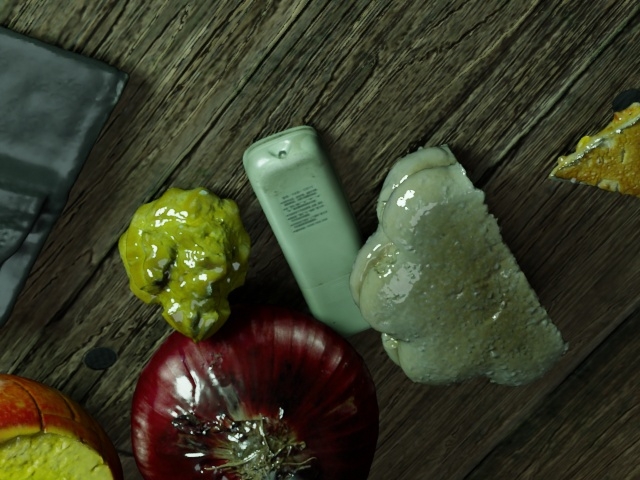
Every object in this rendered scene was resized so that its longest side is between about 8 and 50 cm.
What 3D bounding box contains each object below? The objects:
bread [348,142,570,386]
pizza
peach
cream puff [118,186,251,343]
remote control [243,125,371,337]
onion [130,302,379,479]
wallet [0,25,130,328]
[{"bbox_3d":[0.136,0.054,2.020,0.183,0.102,0.337,-36,130,-2],"label":"bread"},{"bbox_3d":[0.328,-0.088,2.010,0.176,0.036,0.184,-19,137,6],"label":"pizza"},{"bbox_3d":[-0.357,0.258,2.007,0.245,0.248,0.274,9,153,31],"label":"peach"},{"bbox_3d":[-0.135,0.027,1.934,0.146,0.116,0.146,-7,138,-7],"label":"cream puff"},{"bbox_3d":[0.001,-0.001,1.998,0.090,0.038,0.309,-22,136,3],"label":"remote control"},{"bbox_3d":[-0.074,0.193,2.074,0.273,0.285,0.273,-1,98,-6],"label":"onion"},{"bbox_3d":[-0.356,-0.066,1.798,0.247,0.041,0.323,18,114,-27],"label":"wallet"}]
